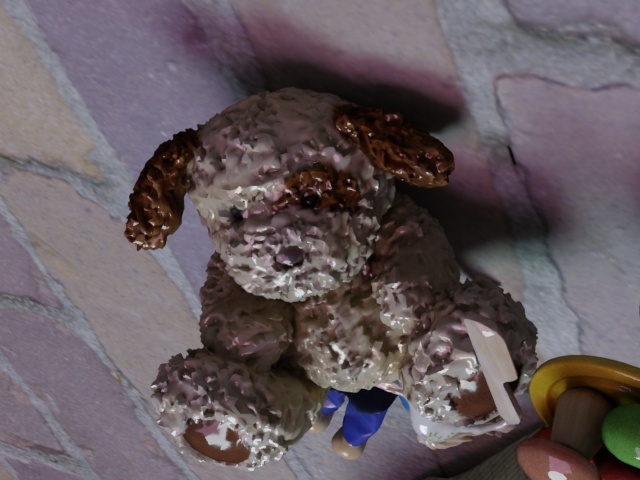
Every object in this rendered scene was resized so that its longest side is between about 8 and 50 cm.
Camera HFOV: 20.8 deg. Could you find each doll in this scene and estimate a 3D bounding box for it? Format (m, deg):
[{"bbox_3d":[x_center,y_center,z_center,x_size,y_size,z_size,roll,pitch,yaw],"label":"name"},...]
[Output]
[{"bbox_3d":[0.035,0.112,1.403,0.129,0.046,0.189,36,148,11],"label":"doll"}]

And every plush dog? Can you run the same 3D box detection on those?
[{"bbox_3d":[0.000,0.000,1.152,0.263,0.210,0.225,-12,122,15],"label":"plush dog"}]

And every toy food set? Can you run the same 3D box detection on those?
[{"bbox_3d":[0.175,0.132,1.008,0.218,0.071,0.128,18,151,23],"label":"toy food set"}]

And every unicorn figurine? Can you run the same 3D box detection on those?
[{"bbox_3d":[0.085,0.105,1.301,0.111,0.060,0.161,-11,122,7],"label":"unicorn figurine"}]

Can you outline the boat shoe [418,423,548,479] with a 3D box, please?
[{"bbox_3d":[0.136,0.282,1.448,0.156,0.187,0.500,41,147,-7],"label":"boat shoe"}]
